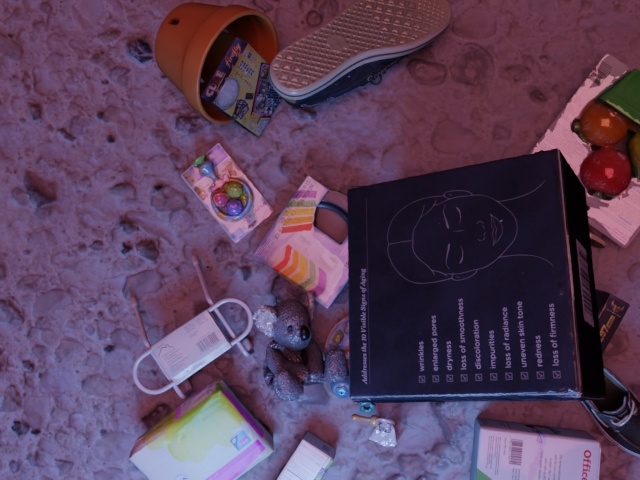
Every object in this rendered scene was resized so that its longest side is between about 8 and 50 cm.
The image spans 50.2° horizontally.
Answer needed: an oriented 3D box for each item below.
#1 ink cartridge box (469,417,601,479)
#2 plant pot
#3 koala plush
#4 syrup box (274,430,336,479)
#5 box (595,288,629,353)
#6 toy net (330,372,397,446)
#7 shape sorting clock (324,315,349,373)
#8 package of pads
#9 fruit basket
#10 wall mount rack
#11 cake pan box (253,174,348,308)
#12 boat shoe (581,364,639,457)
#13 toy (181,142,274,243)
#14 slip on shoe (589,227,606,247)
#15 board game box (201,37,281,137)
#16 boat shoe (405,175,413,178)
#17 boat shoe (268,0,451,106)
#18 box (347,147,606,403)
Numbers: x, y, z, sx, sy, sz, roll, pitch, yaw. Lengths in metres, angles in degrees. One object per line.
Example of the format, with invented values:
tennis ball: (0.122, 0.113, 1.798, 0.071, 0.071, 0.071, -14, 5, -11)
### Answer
ink cartridge box: (0.508, 0.551, 1.638, 0.278, 0.117, 0.201, 5, 88, 7)
plant pot: (-0.275, -0.464, 1.714, 0.203, 0.291, 0.291, 30, 91, 23)
koala plush: (-0.071, 0.244, 1.667, 0.196, 0.203, 0.221, -17, 102, -28)
syrup box: (-0.064, 0.609, 1.714, 0.096, 0.093, 0.237, 32, 91, 7)
box: (0.596, 0.198, 1.587, 0.059, 0.232, 0.183, 29, 91, -5)
toy net: (0.128, 0.413, 1.703, 0.122, 0.045, 0.232, -35, 102, 22)
shape sorting clock: (0.112, 0.287, 1.736, 0.206, 0.040, 0.206, 0, 88, 6)
package of pads: (-0.301, 0.516, 1.717, 0.296, 0.101, 0.229, -38, 101, 3)
fruit basket: (0.715, -0.216, 1.657, 0.327, 0.165, 0.353, 36, 107, 7)
wall mount rack: (-0.343, 0.221, 1.755, 0.350, 0.130, 0.304, -34, 88, 4)
cake pan box: (0.000, 0.000, 1.751, 0.245, 0.070, 0.267, 37, 92, 5)
boat shoe: (0.691, 0.395, 1.623, 0.335, 0.119, 0.121, 44, 93, 7)
toy: (-0.250, -0.126, 1.791, 0.137, 0.056, 0.237, -39, 84, 5)
slip on shoe: (0.647, -0.029, 1.688, 0.135, 0.051, 0.041, 30, 79, 13)
board game box: (-0.180, -0.374, 1.700, 0.042, 0.243, 0.165, 31, 91, 24)
boat shoe: (0.274, -0.142, 1.740, 0.125, 0.038, 0.046, 11, 130, 12)
boat shoe: (0.099, -0.486, 1.725, 0.500, 0.156, 0.187, -30, 79, -7)
box: (0.326, 0.105, 1.475, 0.471, 0.297, 0.480, -8, 73, 29)
